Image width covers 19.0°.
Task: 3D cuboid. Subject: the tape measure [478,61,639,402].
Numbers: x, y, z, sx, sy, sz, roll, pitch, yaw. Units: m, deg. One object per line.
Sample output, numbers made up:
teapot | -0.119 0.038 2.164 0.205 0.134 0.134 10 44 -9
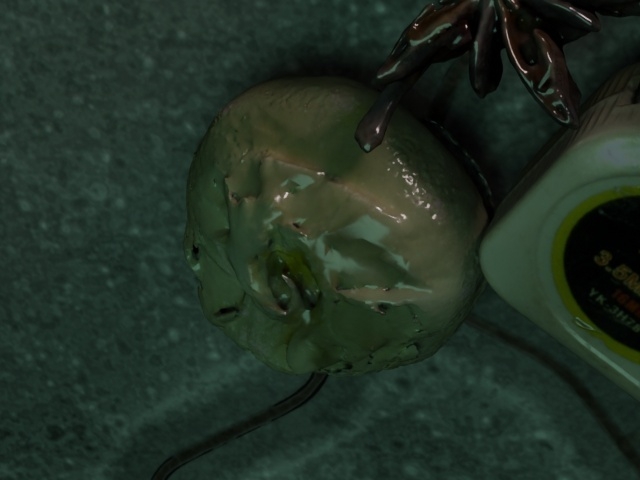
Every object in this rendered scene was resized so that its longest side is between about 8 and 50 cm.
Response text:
tape measure | 0.269 0.007 1.258 0.271 0.133 0.231 39 135 -2

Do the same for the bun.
bun | 0.000 0.000 1.357 0.239 0.141 0.239 16 125 25

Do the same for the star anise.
star anise | 0.109 -0.157 1.234 0.231 0.089 0.209 -23 80 25
